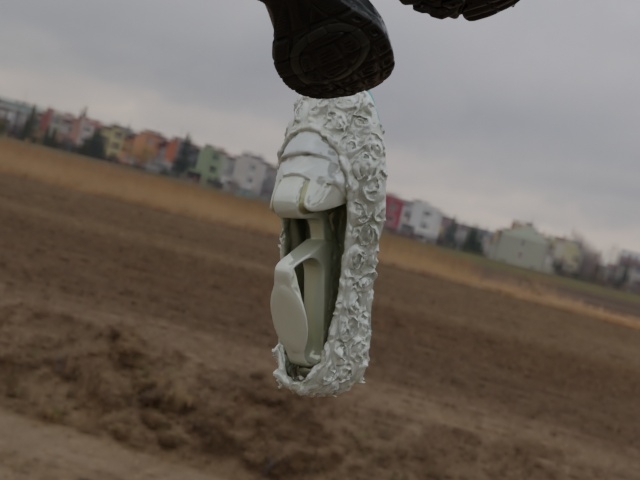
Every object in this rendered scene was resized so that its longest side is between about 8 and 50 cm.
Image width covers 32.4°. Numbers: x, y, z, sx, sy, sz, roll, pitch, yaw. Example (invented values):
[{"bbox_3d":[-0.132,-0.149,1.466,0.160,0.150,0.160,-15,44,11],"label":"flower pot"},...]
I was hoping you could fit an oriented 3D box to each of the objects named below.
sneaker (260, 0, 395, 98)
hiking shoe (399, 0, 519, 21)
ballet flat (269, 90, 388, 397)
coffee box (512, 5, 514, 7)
[{"bbox_3d":[-0.016,-0.230,0.931,0.109,0.130,0.286,-14,-35,19],"label":"sneaker"},{"bbox_3d":[0.022,-0.215,0.645,0.227,0.114,0.086,21,-27,-18],"label":"hiking shoe"},{"bbox_3d":[0.000,0.000,1.322,0.147,0.408,0.147,0,8,0],"label":"ballet flat"},{"bbox_3d":[0.200,-0.401,1.057,0.119,0.297,0.168,30,-2,19],"label":"coffee box"}]
